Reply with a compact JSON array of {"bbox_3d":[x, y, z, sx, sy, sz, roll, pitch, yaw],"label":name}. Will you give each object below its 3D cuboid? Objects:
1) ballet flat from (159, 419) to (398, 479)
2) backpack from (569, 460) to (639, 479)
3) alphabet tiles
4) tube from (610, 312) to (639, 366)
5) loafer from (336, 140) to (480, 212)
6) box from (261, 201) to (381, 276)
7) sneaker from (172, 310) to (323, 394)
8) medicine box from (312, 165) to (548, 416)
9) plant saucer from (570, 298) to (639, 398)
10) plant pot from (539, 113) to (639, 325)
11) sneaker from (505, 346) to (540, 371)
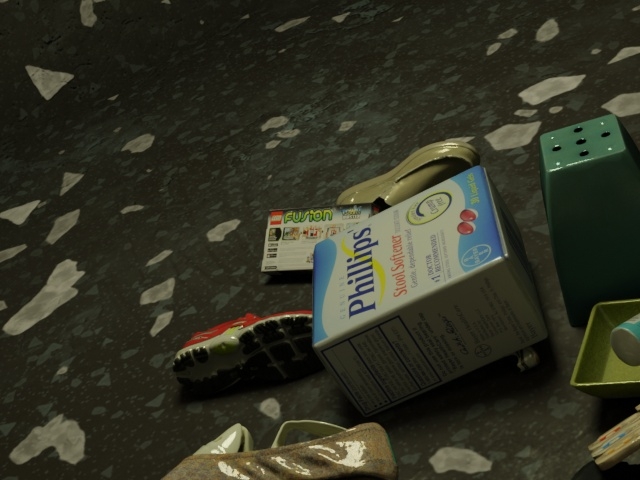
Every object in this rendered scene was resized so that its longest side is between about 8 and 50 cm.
[{"bbox_3d":[-0.062,0.266,1.355,0.316,0.107,0.106,-7,56,12],"label":"ballet flat"},{"bbox_3d":[0.299,0.315,1.203,0.152,0.115,0.182,14,42,27],"label":"backpack"},{"bbox_3d":[0.401,0.152,1.204,0.278,0.021,0.284,-35,-8,6],"label":"alphabet tiles"},{"bbox_3d":[0.446,0.086,1.435,0.207,0.052,0.080,-27,29,-27],"label":"tube"},{"bbox_3d":[0.151,-0.075,1.966,0.268,0.102,0.092,-28,41,22],"label":"loafer"},{"bbox_3d":[0.000,0.000,1.950,0.207,0.036,0.114,-3,72,33],"label":"box"},{"bbox_3d":[-0.094,0.147,1.778,0.279,0.107,0.118,-12,24,18],"label":"sneaker"},{"bbox_3d":[0.145,0.067,1.646,0.289,0.149,0.263,-26,28,15],"label":"medicine box"},{"bbox_3d":[0.423,0.138,1.453,0.188,0.045,0.188,-7,27,28],"label":"plant saucer"},{"bbox_3d":[0.383,-0.039,1.592,0.166,0.234,0.165,-17,30,15],"label":"plant pot"},{"bbox_3d":[0.261,0.150,1.581,0.037,0.032,0.083,-30,29,-11],"label":"sneaker"}]
